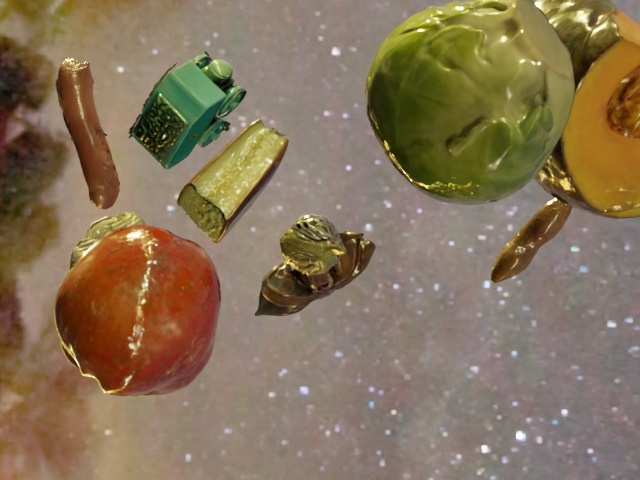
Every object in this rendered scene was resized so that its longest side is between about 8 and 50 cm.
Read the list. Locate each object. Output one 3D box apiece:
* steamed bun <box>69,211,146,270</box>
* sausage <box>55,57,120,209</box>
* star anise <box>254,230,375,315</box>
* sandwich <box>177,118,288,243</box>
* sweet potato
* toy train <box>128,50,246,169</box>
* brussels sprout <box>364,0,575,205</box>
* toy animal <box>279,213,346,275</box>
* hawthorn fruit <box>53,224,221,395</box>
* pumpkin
[{"bbox_3d":[-0.449,0.065,2.214,0.218,0.211,0.144,48,-37,13],"label":"steamed bun"},{"bbox_3d":[-0.442,-0.198,1.926,0.078,0.078,0.304,-142,-142,-63],"label":"sausage"},{"bbox_3d":[-0.012,0.076,2.225,0.108,0.315,0.315,61,-29,6],"label":"star anise"},{"bbox_3d":[-0.167,-0.124,2.007,0.235,0.122,0.128,-49,-179,-30],"label":"sandwich"},{"bbox_3d":[0.368,-0.011,1.726,0.218,0.051,0.065,-49,-168,8],"label":"sweet potato"},{"bbox_3d":[-0.226,-0.220,1.714,0.112,0.163,0.203,43,-44,4],"label":"toy train"},{"bbox_3d":[0.166,-0.152,1.114,0.244,0.244,0.244,-176,-90,-67],"label":"brussels sprout"},{"bbox_3d":[0.000,0.000,1.585,0.137,0.098,0.098,-15,-109,43],"label":"toy animal"},{"bbox_3d":[-0.285,0.111,1.549,0.284,0.284,0.284,-176,-90,-67],"label":"hawthorn fruit"},{"bbox_3d":[0.380,-0.188,1.418,0.256,0.303,0.225,-48,-152,14],"label":"pumpkin"}]
